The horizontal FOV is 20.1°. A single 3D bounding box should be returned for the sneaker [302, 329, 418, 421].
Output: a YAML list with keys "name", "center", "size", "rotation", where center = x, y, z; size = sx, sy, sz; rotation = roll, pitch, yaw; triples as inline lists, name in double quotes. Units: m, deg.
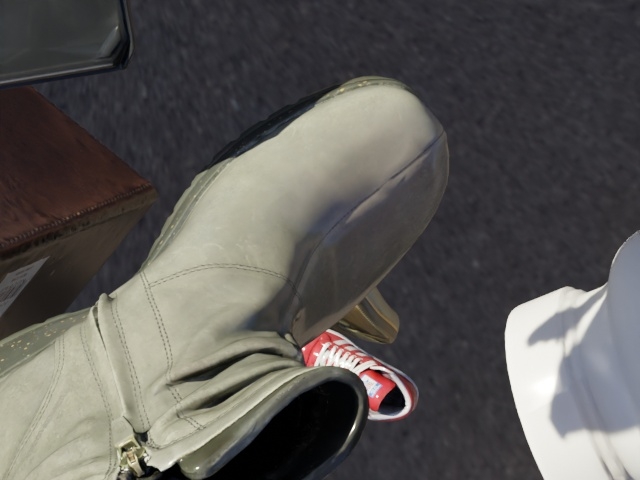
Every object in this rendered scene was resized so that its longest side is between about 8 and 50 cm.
- name: "sneaker"
  center: [0.020, 0.099, 1.356]
  size: [0.118, 0.067, 0.042]
  rotation: [24, 95, 0]

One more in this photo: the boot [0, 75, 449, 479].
- name: "boot"
  center: [-0.020, 0.040, 0.629]
  size: [0.246, 0.161, 0.083]
  rotation: [-39, 115, -15]

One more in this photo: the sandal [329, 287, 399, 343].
- name: "sandal"
  center: [0.000, 0.000, 0.983]
  size: [0.049, 0.072, 0.180]
  rotation: [-62, 145, -17]

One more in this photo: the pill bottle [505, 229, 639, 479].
- name: "pill bottle"
  center: [0.233, 0.045, 0.874]
  size: [0.265, 0.153, 0.153]
  rotation: [-23, 106, 21]

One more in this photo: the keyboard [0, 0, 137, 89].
- name: "keyboard"
  center: [-0.131, -0.143, 0.644]
  size: [0.108, 0.023, 0.180]
  rotation: [-8, 98, 10]

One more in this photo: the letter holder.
- name: "letter holder"
  center: [-0.242, -0.020, 0.882]
  size: [0.214, 0.302, 0.152]
  rotation: [41, 103, 3]
